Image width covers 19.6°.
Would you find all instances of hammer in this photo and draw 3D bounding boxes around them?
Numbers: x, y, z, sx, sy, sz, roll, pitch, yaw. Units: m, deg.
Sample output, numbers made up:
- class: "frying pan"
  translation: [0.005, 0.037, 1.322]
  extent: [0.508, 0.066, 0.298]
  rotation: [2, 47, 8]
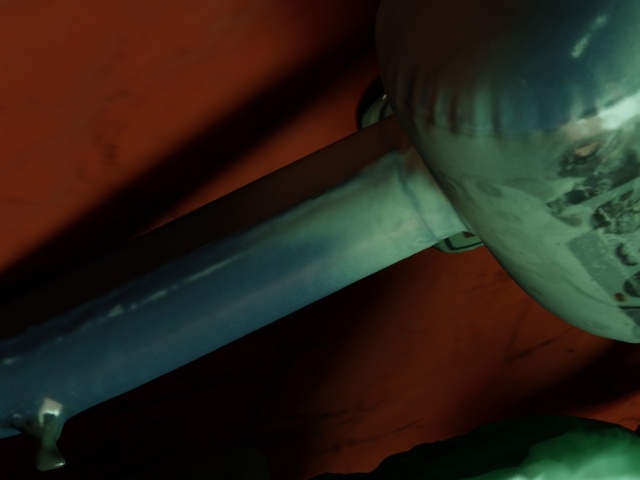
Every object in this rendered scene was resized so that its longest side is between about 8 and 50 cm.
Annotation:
- class: "hammer"
  translation: [0.000, 0.000, 0.386]
  extent: [0.194, 0.069, 0.116]
  rotation: [-26, 148, 11]

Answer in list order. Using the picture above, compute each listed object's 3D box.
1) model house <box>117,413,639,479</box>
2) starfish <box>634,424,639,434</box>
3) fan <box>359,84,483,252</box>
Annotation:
- class: "model house"
  translation: [-0.049, 0.163, 0.523]
  extent: [0.280, 0.230, 0.249]
  rotation: [-18, -166, -22]
- class: "starfish"
  translation: [0.136, 0.089, 0.622]
  extent: [0.231, 0.048, 0.295]
  rotation: [-44, -168, -16]
- class: "fan"
  translation: [0.087, -0.032, 0.489]
  extent: [0.132, 0.009, 0.220]
  rotation: [-33, 155, 10]
